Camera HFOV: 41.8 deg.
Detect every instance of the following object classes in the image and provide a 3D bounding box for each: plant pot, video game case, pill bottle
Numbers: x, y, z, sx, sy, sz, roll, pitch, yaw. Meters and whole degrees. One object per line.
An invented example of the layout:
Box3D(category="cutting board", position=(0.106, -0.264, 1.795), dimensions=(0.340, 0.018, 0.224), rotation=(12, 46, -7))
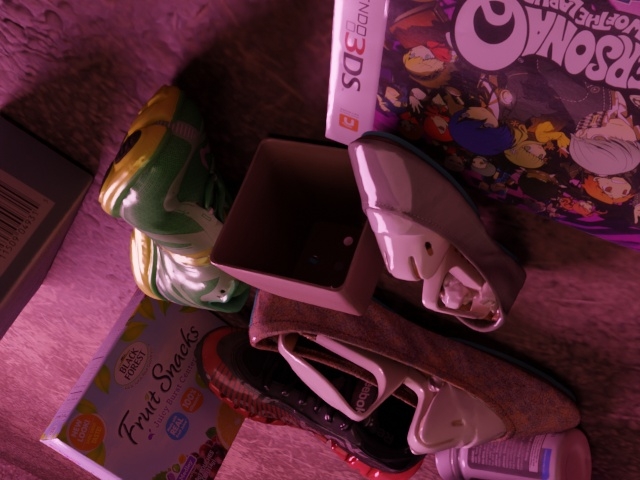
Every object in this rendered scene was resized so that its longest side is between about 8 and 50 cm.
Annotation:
Box3D(category="plant pot", position=(0.000, 0.000, 0.632), dimensions=(0.109, 0.109, 0.096), rotation=(11, 157, 26))
Box3D(category="video game case", position=(0.117, -0.094, 0.450), dimensions=(0.232, 0.042, 0.210), rotation=(22, 151, 10))
Box3D(category="pill bottle", position=(0.187, 0.216, 0.826), dimensions=(0.137, 0.078, 0.078), rotation=(-2, 138, 41))

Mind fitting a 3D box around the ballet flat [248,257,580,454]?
Box3D(category="ballet flat", position=(0.076, 0.127, 0.754), dimensions=(0.316, 0.106, 0.107), rotation=(25, 150, 4))

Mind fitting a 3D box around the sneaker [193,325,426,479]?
Box3D(category="sneaker", position=(0.003, 0.156, 0.865), dimensions=(0.276, 0.098, 0.135), rotation=(28, 150, -5))

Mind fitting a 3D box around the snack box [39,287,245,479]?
Box3D(category="snack box", position=(-0.172, 0.173, 0.922), dimensions=(0.174, 0.207, 0.070), rotation=(40, 147, -18))

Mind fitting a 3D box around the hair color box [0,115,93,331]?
Box3D(category="hair color box", position=(-0.373, 0.041, 0.903), dimensions=(0.113, 0.185, 0.374), rotation=(34, 149, -11))

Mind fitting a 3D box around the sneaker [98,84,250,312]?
Box3D(category="sneaker", position=(-0.096, -0.022, 0.681), dimensions=(0.123, 0.109, 0.295), rotation=(20, 158, 6))

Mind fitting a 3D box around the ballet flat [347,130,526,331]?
Box3D(category="ballet flat", position=(0.079, 0.007, 0.558), dimensions=(0.072, 0.068, 0.213), rotation=(13, 164, 40))
